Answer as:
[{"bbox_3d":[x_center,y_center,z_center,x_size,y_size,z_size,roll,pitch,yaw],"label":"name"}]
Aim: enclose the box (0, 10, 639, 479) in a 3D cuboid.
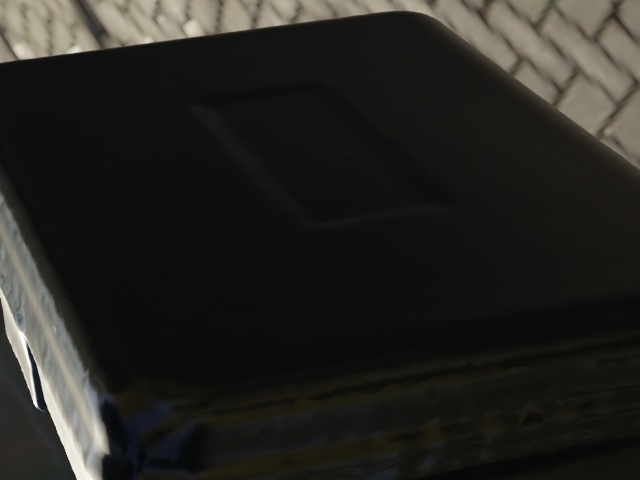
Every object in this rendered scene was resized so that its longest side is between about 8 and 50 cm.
[{"bbox_3d":[0.000,0.000,0.473,0.230,0.160,0.050,-130,35,-61],"label":"box"}]
